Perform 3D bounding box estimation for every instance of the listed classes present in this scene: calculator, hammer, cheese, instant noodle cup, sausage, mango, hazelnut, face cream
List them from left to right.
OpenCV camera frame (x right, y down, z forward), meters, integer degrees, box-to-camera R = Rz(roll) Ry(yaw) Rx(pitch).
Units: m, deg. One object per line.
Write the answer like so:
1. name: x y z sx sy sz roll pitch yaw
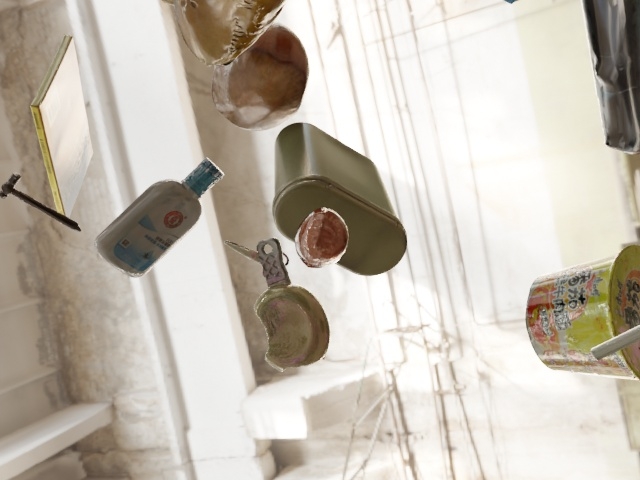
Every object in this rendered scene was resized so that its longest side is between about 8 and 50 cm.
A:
1. hammer: -0.578 -0.071 1.322 0.178 0.065 0.021 33 -163 -14
2. face cream: -0.370 -0.062 1.511 0.080 0.337 0.163 46 180 44
3. mango: -0.118 -0.356 0.887 0.151 0.248 0.156 15 -140 -27
4. hazelnut: -0.109 -0.313 1.208 0.176 0.214 0.214 31 -134 -20
5. cheese: -0.077 0.134 1.355 0.082 0.163 0.286 -18 -91 -73
6. sausage: 0.000 0.000 0.870 0.194 0.077 0.077 110 152 -84
7. instant noodle cup: 0.541 0.152 1.235 0.265 0.200 0.264 10 -106 -37
8. calculator: 0.255 -0.195 0.482 0.172 0.051 0.293 -59 -38 -15

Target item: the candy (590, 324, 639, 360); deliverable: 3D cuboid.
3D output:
1. candy: 0.430 0.029 0.619 0.124 0.365 0.124 36 -146 -28

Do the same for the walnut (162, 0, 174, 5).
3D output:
1. walnut: -0.213 -0.418 0.990 0.124 0.105 0.105 -43 -61 -59

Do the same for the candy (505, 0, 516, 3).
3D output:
1. candy: 0.311 -0.440 0.902 0.306 0.100 0.157 -38 -22 -52

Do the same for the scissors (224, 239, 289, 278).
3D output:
1. scissors: -0.167 0.041 1.625 0.176 0.022 0.085 27 -102 -14

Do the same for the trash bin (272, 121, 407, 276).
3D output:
1. trash bin: 0.027 -0.080 1.110 0.243 0.121 0.247 28 -152 -22

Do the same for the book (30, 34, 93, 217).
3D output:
1. book: -0.605 -0.255 1.508 0.373 0.028 0.262 104 169 -49
